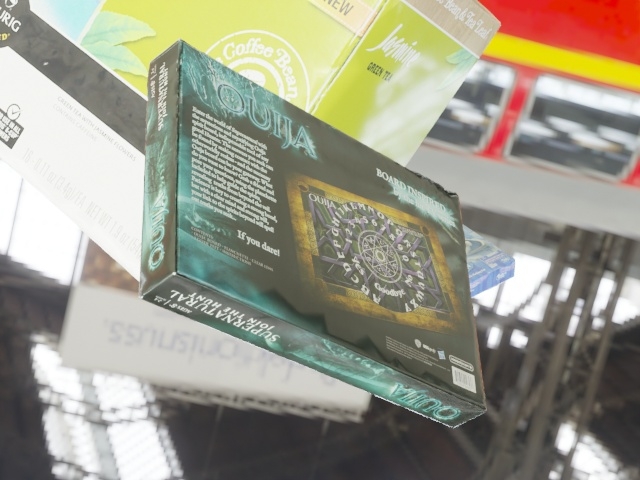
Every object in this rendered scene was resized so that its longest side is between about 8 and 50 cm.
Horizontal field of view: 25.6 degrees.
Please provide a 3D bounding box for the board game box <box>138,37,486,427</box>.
[{"bbox_3d":[0.000,0.000,0.642,0.186,0.026,0.126,27,-134,-35],"label":"board game box"}]

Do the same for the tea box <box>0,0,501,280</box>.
[{"bbox_3d":[-0.093,-0.154,1.159,0.329,0.323,0.220,37,-172,23],"label":"tea box"}]

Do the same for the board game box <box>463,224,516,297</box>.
[{"bbox_3d":[0.087,0.016,1.087,0.090,0.020,0.090,-24,-139,-31],"label":"board game box"}]
